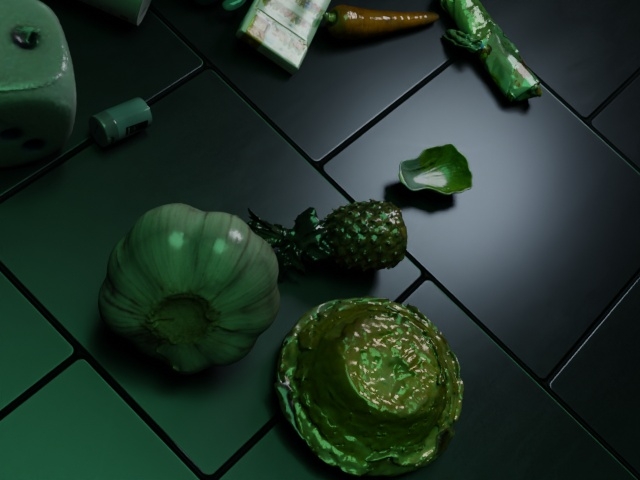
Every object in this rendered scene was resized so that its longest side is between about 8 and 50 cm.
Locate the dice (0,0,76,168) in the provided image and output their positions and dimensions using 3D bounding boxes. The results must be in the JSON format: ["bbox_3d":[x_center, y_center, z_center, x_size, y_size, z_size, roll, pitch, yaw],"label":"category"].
[{"bbox_3d":[-0.461,-0.226,1.509,0.192,0.193,0.194,-9,66,-26],"label":"dice"}]

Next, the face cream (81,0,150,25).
[{"bbox_3d":[-0.377,-0.433,1.716,0.214,0.096,0.095,23,56,-6],"label":"face cream"}]

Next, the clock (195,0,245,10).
[{"bbox_3d":[-0.191,-0.478,1.805,0.189,0.060,0.148,29,74,1],"label":"clock"}]

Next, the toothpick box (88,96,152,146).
[{"bbox_3d":[-0.305,-0.181,1.624,0.083,0.052,0.052,-31,75,-32],"label":"toothpick box"}]

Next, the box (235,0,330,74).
[{"bbox_3d":[-0.054,-0.402,1.832,0.122,0.032,0.220,32,60,-17],"label":"box"}]

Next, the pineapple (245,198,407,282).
[{"bbox_3d":[0.000,0.000,1.605,0.251,0.125,0.125,-2,62,-15],"label":"pineapple"}]

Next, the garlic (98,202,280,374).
[{"bbox_3d":[-0.161,0.038,1.467,0.245,0.245,0.253,24,33,-6],"label":"garlic"}]

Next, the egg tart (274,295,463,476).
[{"bbox_3d":[0.082,0.194,1.512,0.295,0.116,0.294,9,60,-17],"label":"egg tart"}]

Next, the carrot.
[{"bbox_3d":[0.109,-0.388,1.901,0.257,0.061,0.061,-7,64,-34],"label":"carrot"}]

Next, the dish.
[{"bbox_3d":[0.183,-0.107,1.768,0.137,0.039,0.091,-11,71,-24],"label":"dish"}]

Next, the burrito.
[{"bbox_3d":[0.293,-0.360,1.947,0.104,0.054,0.288,-24,73,-27],"label":"burrito"}]
